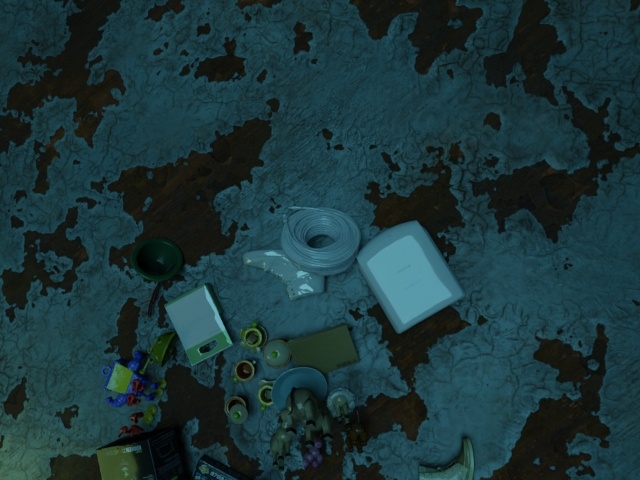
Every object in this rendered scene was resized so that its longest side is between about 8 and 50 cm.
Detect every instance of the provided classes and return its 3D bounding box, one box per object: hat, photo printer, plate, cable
[{"bbox_3d":[-0.604,0.120,1.761,0.173,0.183,0.208,33,47,0],"label":"hat"},{"bbox_3d":[0.278,0.105,1.577,0.256,0.107,0.307,-30,81,6],"label":"photo printer"},{"bbox_3d":[-0.070,0.488,1.604,0.188,0.024,0.188,-5,111,-12],"label":"plate"},{"bbox_3d":[0.000,0.000,1.582,0.257,0.089,0.257,0,49,-2],"label":"cable"}]

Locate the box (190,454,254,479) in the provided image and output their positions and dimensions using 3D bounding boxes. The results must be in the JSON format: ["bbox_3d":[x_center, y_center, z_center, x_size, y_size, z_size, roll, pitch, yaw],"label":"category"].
[{"bbox_3d":[-0.337,0.850,1.635,0.220,0.051,0.175,21,89,11],"label":"box"}]

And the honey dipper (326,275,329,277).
[{"bbox_3d":[0.068,0.063,1.655,0.030,0.030,0.160,43,94,10],"label":"honey dipper"}]

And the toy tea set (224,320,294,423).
[{"bbox_3d":[-0.210,0.447,1.615,0.200,0.124,0.336,13,87,10],"label":"toy tea set"}]

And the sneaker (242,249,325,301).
[{"bbox_3d":[-0.124,0.119,1.642,0.292,0.108,0.169,1,82,8],"label":"sneaker"}]

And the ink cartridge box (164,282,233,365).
[{"bbox_3d":[-0.416,0.288,1.700,0.171,0.056,0.235,-28,84,6],"label":"ink cartridge box"}]

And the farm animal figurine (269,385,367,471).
[{"bbox_3d":[-0.031,0.565,1.536,0.330,0.327,0.172,-14,41,6],"label":"farm animal figurine"}]

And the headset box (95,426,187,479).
[{"bbox_3d":[-0.580,0.791,1.613,0.246,0.131,0.283,-18,82,23],"label":"headset box"}]

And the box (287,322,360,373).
[{"bbox_3d":[0.012,0.361,1.585,0.201,0.021,0.164,-18,118,2],"label":"box"}]

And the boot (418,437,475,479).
[{"bbox_3d":[0.387,0.710,1.518,0.165,0.077,0.213,6,88,12],"label":"boot"}]

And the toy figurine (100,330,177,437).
[{"bbox_3d":[-0.658,0.452,1.664,0.217,0.191,0.362,18,87,15],"label":"toy figurine"}]
